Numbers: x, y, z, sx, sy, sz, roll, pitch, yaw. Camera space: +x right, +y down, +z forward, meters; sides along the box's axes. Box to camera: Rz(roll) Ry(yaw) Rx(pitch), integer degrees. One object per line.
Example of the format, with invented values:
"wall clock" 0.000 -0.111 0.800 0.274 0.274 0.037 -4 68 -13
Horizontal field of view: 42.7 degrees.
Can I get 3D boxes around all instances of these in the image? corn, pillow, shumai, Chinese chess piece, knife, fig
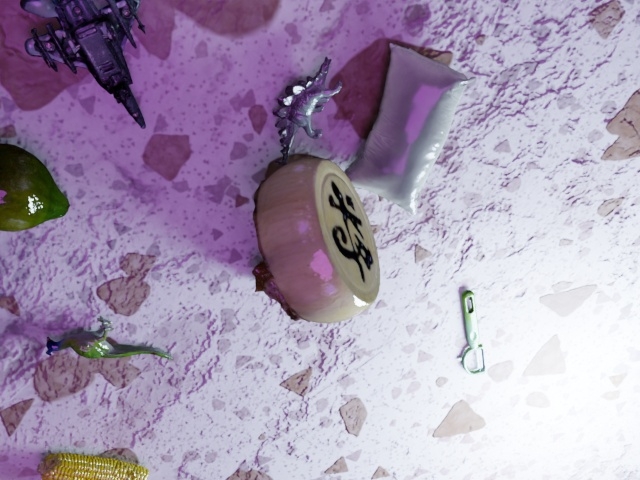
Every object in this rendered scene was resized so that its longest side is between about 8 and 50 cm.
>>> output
"corn" -0.415 0.431 1.508 0.206 0.067 0.067 14 114 -22
"pillow" 0.132 -0.174 1.312 0.144 0.078 0.254 17 114 -11
"shumai" -0.056 0.071 1.384 0.116 0.145 0.145 -8 124 16
"Chinese chess piece" 0.000 0.000 1.259 0.104 0.257 0.257 -19 125 21
"knife" 0.288 0.183 1.599 0.054 0.015 0.212 -12 123 0
"fig" -0.431 -0.067 1.190 0.156 0.123 0.123 19 113 -38

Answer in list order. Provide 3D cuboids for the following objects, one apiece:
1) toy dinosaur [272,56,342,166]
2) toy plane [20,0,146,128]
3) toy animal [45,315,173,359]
"toy dinosaur" -0.034 -0.191 1.275 0.082 0.039 0.209 12 117 -22
"toy plane" -0.303 -0.250 1.141 0.169 0.078 0.246 -25 123 -2
"toy animal" -0.351 0.169 1.393 0.217 0.041 0.075 5 119 -23
